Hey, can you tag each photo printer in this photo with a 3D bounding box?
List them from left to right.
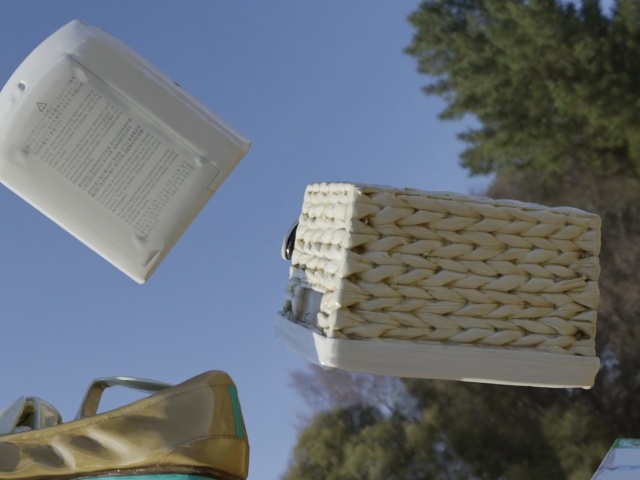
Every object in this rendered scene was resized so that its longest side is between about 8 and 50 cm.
[{"bbox_3d":[-0.289,-0.127,1.465,0.256,0.308,0.107,-52,9,7],"label":"photo printer"}]

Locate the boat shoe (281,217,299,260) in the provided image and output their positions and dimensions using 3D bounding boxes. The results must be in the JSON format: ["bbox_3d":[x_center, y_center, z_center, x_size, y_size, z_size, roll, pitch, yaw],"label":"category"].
[{"bbox_3d":[0.000,0.000,1.134,0.125,0.038,0.046,-13,-60,-65],"label":"boat shoe"}]

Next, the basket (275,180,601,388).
[{"bbox_3d":[0.069,0.024,0.632,0.167,0.113,0.103,7,-90,-17],"label":"basket"}]

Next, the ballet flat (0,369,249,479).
[{"bbox_3d":[-0.144,0.120,0.628,0.232,0.073,0.080,-11,-27,20],"label":"ballet flat"}]

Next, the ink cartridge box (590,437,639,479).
[{"bbox_3d":[0.354,0.340,1.160,0.278,0.117,0.201,-5,-84,-67],"label":"ink cartridge box"}]
